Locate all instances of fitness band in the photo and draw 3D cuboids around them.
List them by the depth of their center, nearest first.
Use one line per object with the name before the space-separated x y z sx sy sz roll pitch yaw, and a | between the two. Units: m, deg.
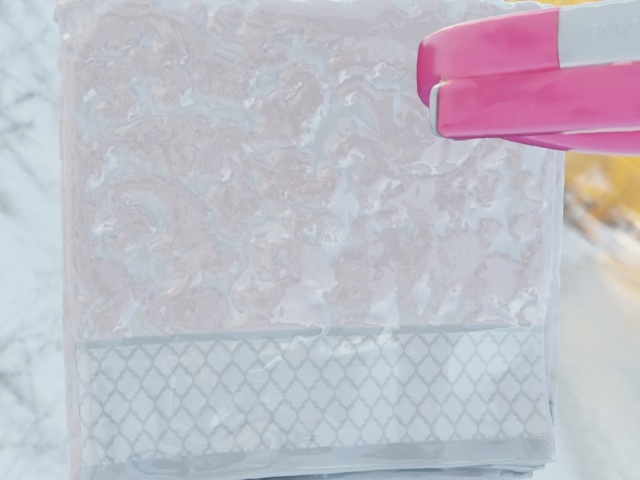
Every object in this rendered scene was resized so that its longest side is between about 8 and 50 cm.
fitness band | 0.175 -0.066 0.681 0.209 0.054 0.290 4 -1 -39

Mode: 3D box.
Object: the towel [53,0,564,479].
towel | 0.000 0.000 0.955 0.331 0.317 0.053 -1 0 -16
